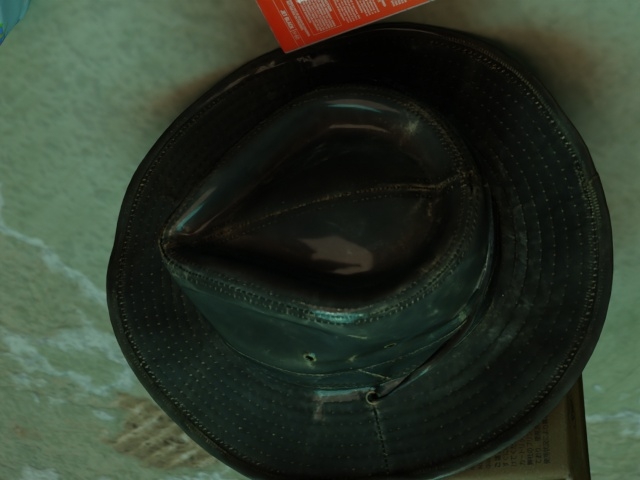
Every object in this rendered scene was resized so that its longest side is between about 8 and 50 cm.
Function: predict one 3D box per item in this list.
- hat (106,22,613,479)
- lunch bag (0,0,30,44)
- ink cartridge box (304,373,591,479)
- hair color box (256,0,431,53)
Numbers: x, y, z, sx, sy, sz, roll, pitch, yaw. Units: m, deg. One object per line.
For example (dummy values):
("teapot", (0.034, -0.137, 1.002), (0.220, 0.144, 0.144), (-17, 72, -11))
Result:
("hat", (0.000, 0.000, 0.522), (0.331, 0.331, 0.134), (-4, 170, 16))
("lunch bag", (-0.302, -0.195, 0.557), (0.219, 0.090, 0.176), (9, 136, 6))
("ink cartridge box", (0.086, 0.098, 0.637), (0.193, 0.235, 0.088), (-11, 132, 22))
("hair color box", (0.037, -0.164, 0.520), (0.141, 0.072, 0.043), (-14, 128, 23))
